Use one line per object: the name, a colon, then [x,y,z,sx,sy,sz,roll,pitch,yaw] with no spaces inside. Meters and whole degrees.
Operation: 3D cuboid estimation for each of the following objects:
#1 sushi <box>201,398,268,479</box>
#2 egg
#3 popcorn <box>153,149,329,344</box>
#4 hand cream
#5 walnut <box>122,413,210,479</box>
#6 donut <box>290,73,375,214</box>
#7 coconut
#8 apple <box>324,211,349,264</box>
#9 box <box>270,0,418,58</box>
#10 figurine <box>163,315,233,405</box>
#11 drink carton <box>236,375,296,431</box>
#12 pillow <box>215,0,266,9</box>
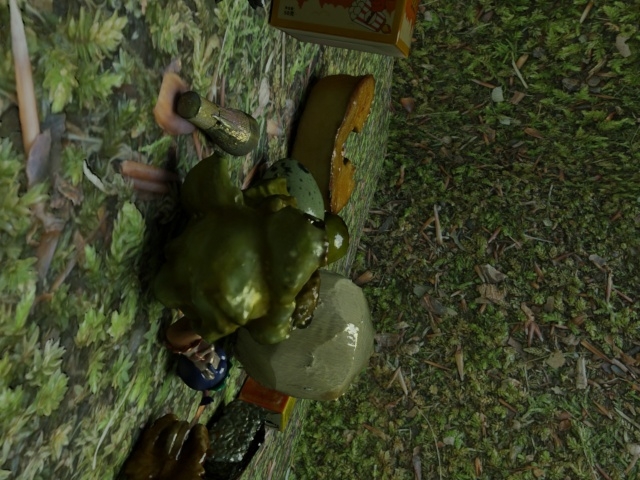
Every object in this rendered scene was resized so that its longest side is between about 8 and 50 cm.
sushi: [-0.230,0.519,1.369,0.225,0.136,0.126,-50,150,-52]
egg: [-0.079,-0.087,1.292,0.177,0.177,0.228,18,72,-79]
popcorn: [-0.146,0.010,0.924,0.326,0.290,0.321,60,-4,-35]
hand cream: [-0.179,-0.208,0.919,0.203,0.084,0.084,17,86,-72]
walnut: [-0.278,0.413,0.982,0.069,0.143,0.170,106,6,-50]
donut: [0.025,-0.298,1.602,0.377,0.163,0.435,-36,141,-71]
coconut: [-0.029,0.227,1.333,0.346,0.360,0.346,-165,-90,-83]
apple: [0.000,0.000,1.718,0.157,0.196,0.196,65,21,-10]
box: [0.071,-0.547,1.192,0.259,0.283,0.214,-39,140,-72]
figurine: [-0.241,0.221,1.033,0.102,0.111,0.195,-30,130,-18]
drink carton: [-0.127,0.411,1.692,0.351,0.154,0.111,-64,164,-48]
pillow: [-0.094,-0.550,0.860,0.228,0.101,0.326,90,16,-47]
